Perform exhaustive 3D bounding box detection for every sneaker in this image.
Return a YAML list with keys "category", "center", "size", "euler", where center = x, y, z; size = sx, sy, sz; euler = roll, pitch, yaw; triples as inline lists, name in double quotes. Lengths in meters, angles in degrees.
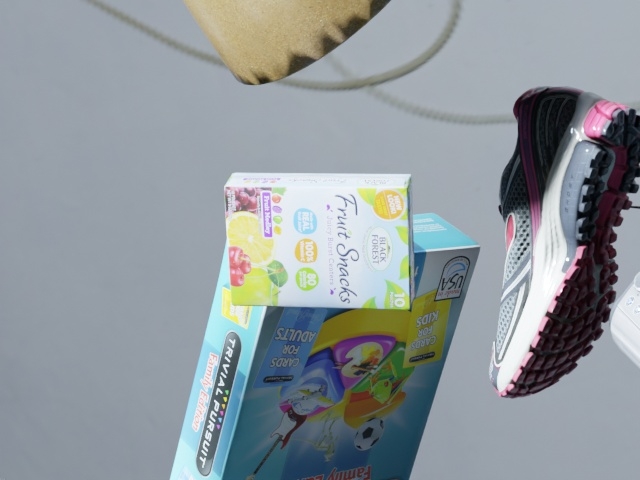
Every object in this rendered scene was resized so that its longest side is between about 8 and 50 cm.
- category: "sneaker"
  center: [0.210, 0.004, 1.563]
  size: [0.112, 0.121, 0.299]
  euler: [27, 112, 37]

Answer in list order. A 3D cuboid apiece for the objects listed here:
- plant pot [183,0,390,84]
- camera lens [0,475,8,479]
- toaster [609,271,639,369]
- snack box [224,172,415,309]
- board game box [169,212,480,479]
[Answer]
- category: "plant pot"
  center: [-0.065, -0.302, 1.421]
  size: [0.237, 0.237, 0.254]
  euler: [-29, 118, 30]
- category: "camera lens"
  center: [-0.260, 0.237, 1.054]
  size: [0.274, 0.219, 0.219]
  euler: [37, 123, -21]
- category: "toaster"
  center: [0.346, 0.100, 1.343]
  size: [0.227, 0.146, 0.129]
  euler: [33, 102, -25]
- category: "snack box"
  center: [0.000, 0.000, 1.305]
  size: [0.141, 0.037, 0.100]
  euler: [1, 110, 10]
- category: "board game box"
  center: [-0.002, 0.146, 1.641]
  size: [0.079, 0.254, 0.336]
  euler: [37, 121, 43]
